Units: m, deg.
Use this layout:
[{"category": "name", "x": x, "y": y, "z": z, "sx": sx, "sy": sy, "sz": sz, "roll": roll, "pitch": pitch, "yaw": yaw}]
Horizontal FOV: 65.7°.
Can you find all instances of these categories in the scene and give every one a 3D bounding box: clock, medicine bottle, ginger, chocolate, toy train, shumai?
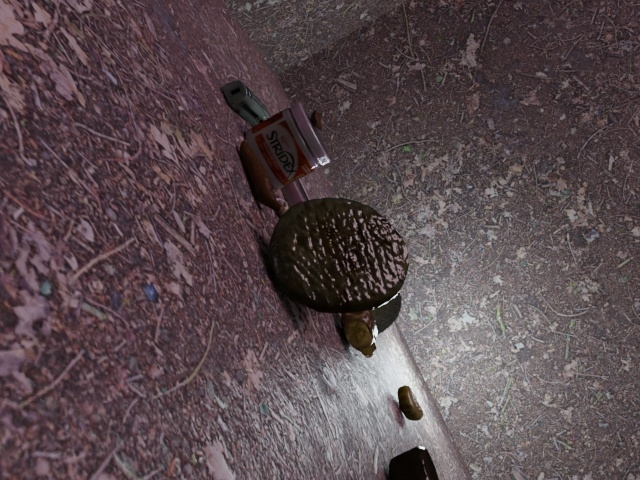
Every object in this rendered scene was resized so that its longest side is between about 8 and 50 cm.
[{"category": "clock", "x": -0.111, "y": -0.211, "z": 2.073, "sx": 0.150, "sy": 0.063, "sz": 0.197, "roll": 64, "pitch": 9, "yaw": 1}, {"category": "medicine bottle", "x": -0.121, "y": -0.353, "z": 1.859, "sx": 0.252, "sy": 0.241, "sz": 0.252, "roll": 60, "pitch": 9, "yaw": -15}, {"category": "ginger", "x": 0.145, "y": 0.324, "z": 1.824, "sx": 0.270, "sy": 0.123, "sz": 0.218, "roll": 66, "pitch": 4, "yaw": -68}, {"category": "chocolate", "x": -0.016, "y": -0.448, "z": 1.857, "sx": 0.101, "sy": 0.031, "sz": 0.064, "roll": -13, "pitch": 94, "yaw": -77}, {"category": "toy train", "x": -0.273, "y": -0.532, "z": 2.002, "sx": 0.086, "sy": 0.088, "sz": 0.407, "roll": 64, "pitch": 8, "yaw": 8}, {"category": "shumai", "x": 0.028, "y": 0.071, "z": 1.455, "sx": 0.323, "sy": 0.398, "sz": 0.324, "roll": 131, "pitch": -43, "yaw": -68}]

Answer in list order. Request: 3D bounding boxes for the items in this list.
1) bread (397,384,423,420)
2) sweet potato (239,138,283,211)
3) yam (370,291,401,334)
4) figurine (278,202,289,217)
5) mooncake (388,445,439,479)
[{"category": "bread", "x": 0.384, "y": 0.717, "z": 2.137, "sx": 0.157, "sy": 0.083, "sz": 0.094, "roll": 59, "pitch": 12, "yaw": -10}, {"category": "sweet potato", "x": -0.195, "y": -0.201, "z": 1.576, "sx": 0.314, "sy": 0.066, "sz": 0.072, "roll": 65, "pitch": 2, "yaw": 29}, {"category": "yam", "x": 0.193, "y": 0.202, "z": 2.078, "sx": 0.241, "sy": 0.241, "sz": 0.348, "roll": 59, "pitch": 4, "yaw": -22}, {"category": "figurine", "x": -0.127, "y": -0.089, "z": 1.720, "sx": 0.083, "sy": 0.047, "sz": 0.050, "roll": 61, "pitch": 21, "yaw": -62}, {"category": "mooncake", "x": 0.285, "y": 0.728, "z": 1.441, "sx": 0.228, "sy": 0.124, "sz": 0.228, "roll": -22, "pitch": 90, "yaw": -81}]
